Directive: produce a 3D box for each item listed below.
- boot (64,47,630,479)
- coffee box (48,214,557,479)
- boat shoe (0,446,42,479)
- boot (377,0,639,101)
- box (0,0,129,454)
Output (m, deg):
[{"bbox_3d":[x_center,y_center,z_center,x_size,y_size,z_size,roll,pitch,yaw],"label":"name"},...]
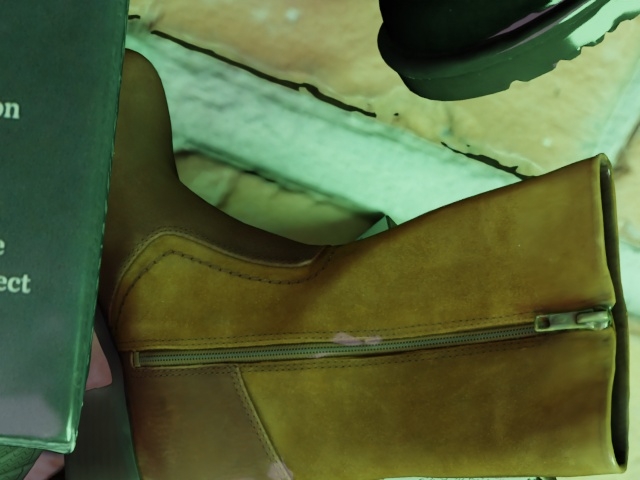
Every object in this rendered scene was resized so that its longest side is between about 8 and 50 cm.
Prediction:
[{"bbox_3d":[0.000,0.000,0.823,0.280,0.264,0.096,-15,155,25],"label":"boot"},{"bbox_3d":[-0.030,0.145,0.958,0.297,0.168,0.119,-38,114,15],"label":"coffee box"},{"bbox_3d":[-0.280,0.167,0.994,0.320,0.103,0.118,-49,155,22],"label":"boat shoe"},{"bbox_3d":[0.100,-0.257,0.779,0.348,0.131,0.260,-44,119,5],"label":"boot"},{"bbox_3d":[-0.220,-0.132,0.697,0.294,0.212,0.395,7,90,-7],"label":"box"}]
